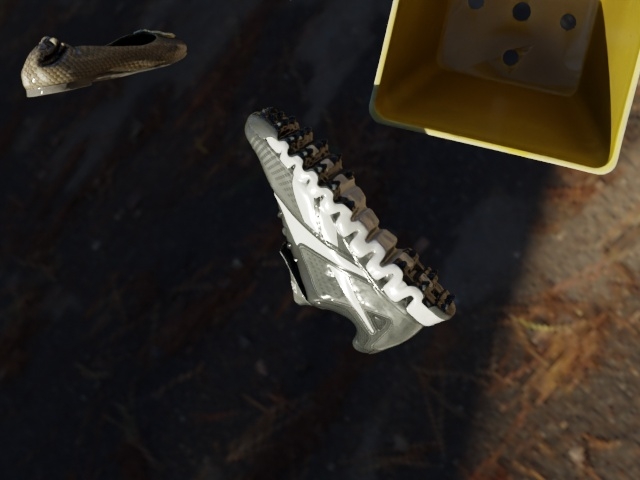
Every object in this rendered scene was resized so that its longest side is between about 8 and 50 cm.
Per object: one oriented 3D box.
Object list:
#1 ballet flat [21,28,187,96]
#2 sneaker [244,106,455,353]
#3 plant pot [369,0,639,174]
[{"bbox_3d":[-0.226,-0.198,1.599,0.084,0.058,0.250,-6,11,34],"label":"ballet flat"},{"bbox_3d":[0.000,0.000,1.255,0.106,0.234,0.078,-41,-1,20],"label":"sneaker"},{"bbox_3d":[0.176,-0.195,1.336,0.187,0.212,0.212,-53,-24,-76],"label":"plant pot"}]
